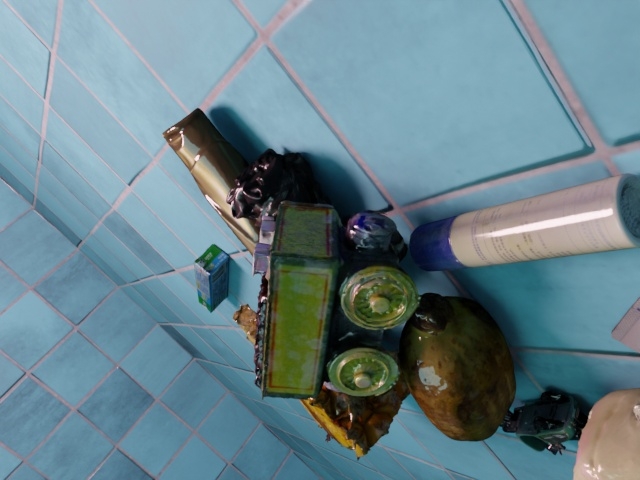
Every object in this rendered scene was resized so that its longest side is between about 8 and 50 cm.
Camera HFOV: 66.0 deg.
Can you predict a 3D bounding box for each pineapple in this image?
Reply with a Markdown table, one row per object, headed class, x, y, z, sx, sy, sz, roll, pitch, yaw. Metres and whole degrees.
| class | x | y | z | sx | sy | sz | roll | pitch | yaw |
| --- | --- | --- | --- | --- | --- | --- | --- | --- | --- |
| pineapple | 0.014 | 0.174 | 0.848 | 0.286 | 0.209 | 0.344 | 52 | 163 | 2 |

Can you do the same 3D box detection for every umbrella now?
| class | x | y | z | sx | sy | sz | roll | pitch | yaw |
| --- | --- | --- | --- | --- | --- | --- | --- | --- | --- |
| umbrella | 0.000 | -0.001 | 0.666 | 0.272 | 0.122 | 0.110 | 48 | -164 | -22 |

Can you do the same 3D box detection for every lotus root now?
| class | x | y | z | sx | sy | sz | roll | pitch | yaw |
| --- | --- | --- | --- | --- | --- | --- | --- | --- | --- |
| lotus root | 0.173 | 0.160 | 0.633 | 0.128 | 0.145 | 0.260 | 2 | 136 | 42 |

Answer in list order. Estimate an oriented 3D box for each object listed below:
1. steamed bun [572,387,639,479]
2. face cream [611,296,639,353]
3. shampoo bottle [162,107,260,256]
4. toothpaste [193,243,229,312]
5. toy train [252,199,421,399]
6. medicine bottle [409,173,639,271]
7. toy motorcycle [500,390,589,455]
| class | x | y | z | sx | sy | sz | roll | pitch | yaw |
| --- | --- | --- | --- | --- | --- | --- | --- | --- | --- |
| steamed bun | 0.380 | 0.237 | 0.480 | 0.238 | 0.170 | 0.152 | 14 | 123 | 42 |
| face cream | 0.381 | 0.123 | 0.425 | 0.224 | 0.070 | 0.114 | 40 | 155 | 30 |
| shampoo bottle | -0.096 | -0.036 | 0.740 | 0.350 | 0.084 | 0.125 | 53 | -178 | -23 |
| toothpaste | -0.259 | 0.098 | 1.178 | 0.050 | 0.065 | 0.267 | 36 | 153 | 8 |
| toy train | 0.012 | 0.077 | 0.585 | 0.177 | 0.134 | 0.261 | 5 | 121 | -2 |
| medicine bottle | 0.181 | -0.007 | 0.469 | 0.059 | 0.059 | 0.231 | 49 | 152 | -16 |
| toy motorcycle | 0.323 | 0.263 | 0.695 | 0.100 | 0.058 | 0.173 | 34 | 151 | 0 |
